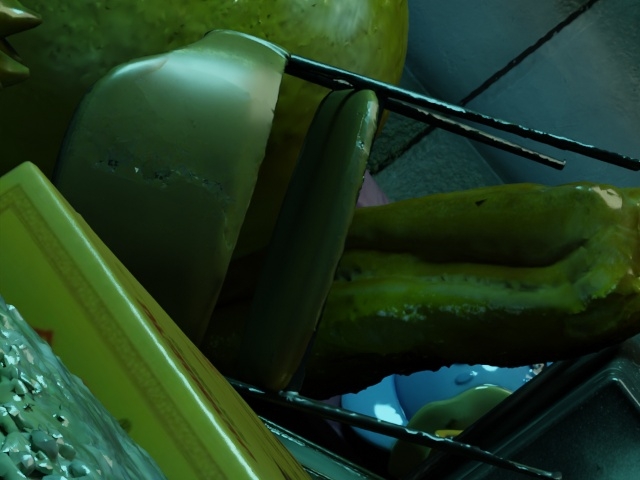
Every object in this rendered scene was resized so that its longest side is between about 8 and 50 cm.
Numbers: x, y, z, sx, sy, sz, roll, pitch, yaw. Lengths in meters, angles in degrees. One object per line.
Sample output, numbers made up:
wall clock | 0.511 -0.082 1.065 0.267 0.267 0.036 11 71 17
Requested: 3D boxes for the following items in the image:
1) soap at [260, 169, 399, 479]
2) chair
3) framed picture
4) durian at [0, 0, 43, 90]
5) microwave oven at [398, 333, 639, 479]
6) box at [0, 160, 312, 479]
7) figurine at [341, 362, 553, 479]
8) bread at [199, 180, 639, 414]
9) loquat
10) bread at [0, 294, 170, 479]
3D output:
soap | -0.007 0.073 1.463 0.359 0.128 0.233 53 39 -24
chair | 0.000 0.000 0.850 0.246 0.159 0.172 17 -3 -8
framed picture | -0.044 0.103 1.027 0.201 0.010 0.136 27 0 4
durian | -0.113 -0.057 0.313 0.193 0.138 0.237 52 -3 6
microwave oven | 0.230 0.286 1.123 0.432 0.236 0.374 53 15 4
box | -0.041 0.109 0.706 0.174 0.076 0.274 49 -4 36
figurine | 0.107 0.088 1.398 0.180 0.154 0.262 15 47 -39
bread | 0.053 0.041 1.145 0.185 0.380 0.109 12 71 -52
loquat | -0.097 -0.158 1.023 0.328 0.359 0.328 35 4 -3
bread | -0.059 0.079 0.422 0.172 0.064 0.232 53 -3 20
